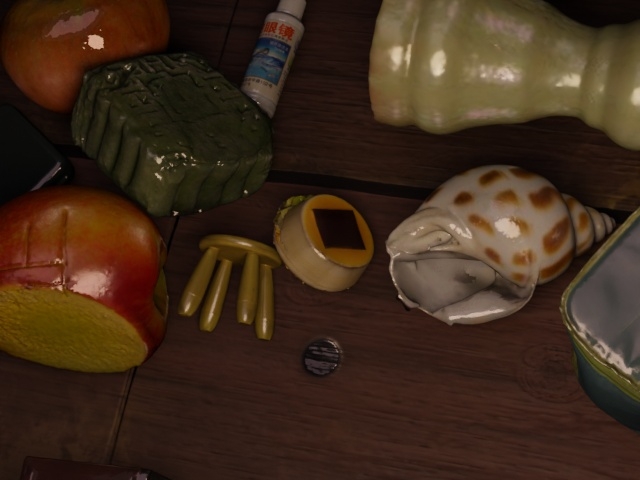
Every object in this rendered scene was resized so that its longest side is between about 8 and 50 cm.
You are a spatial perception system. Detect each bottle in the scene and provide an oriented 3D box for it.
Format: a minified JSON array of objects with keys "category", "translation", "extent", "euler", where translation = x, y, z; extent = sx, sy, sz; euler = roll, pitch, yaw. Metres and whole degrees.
[{"category":"bottle","translation":[-0.056,-0.273,1.971],"extent":[0.060,0.060,0.217],"euler":[14,73,19]}]

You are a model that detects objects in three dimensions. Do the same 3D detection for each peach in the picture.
[{"category":"peach","translation":[-0.329,0.047,1.819],"extent":[0.274,0.249,0.245],"euler":[1,32,-6]}]

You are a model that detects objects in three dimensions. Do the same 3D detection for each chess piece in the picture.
[{"category":"chess piece","translation":[0.298,-0.215,1.771],"extent":[0.442,0.234,0.234],"euler":[12,73,14]}]

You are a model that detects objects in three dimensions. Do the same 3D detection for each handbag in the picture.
[{"category":"handbag","translation":[0.399,0.083,1.610],"extent":[0.263,0.241,0.222],"euler":[-44,67,-5]}]

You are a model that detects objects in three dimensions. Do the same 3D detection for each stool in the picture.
[{"category":"stool","translation":[-0.112,0.060,1.829],"extent":[0.135,0.134,0.111],"euler":[18,72,-26]}]

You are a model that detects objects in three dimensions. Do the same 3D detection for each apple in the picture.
[{"category":"apple","translation":[-0.318,-0.273,1.967],"extent":[0.234,0.173,0.210],"euler":[-10,29,19]}]

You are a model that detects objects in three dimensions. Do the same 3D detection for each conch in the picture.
[{"category":"conch","translation":[0.221,-0.004,1.745],"extent":[0.274,0.183,0.149],"euler":[3,28,9]}]

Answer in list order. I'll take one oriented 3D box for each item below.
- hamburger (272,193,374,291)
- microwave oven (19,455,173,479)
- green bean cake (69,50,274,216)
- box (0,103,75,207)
[{"category":"hamburger","translation":[0.000,0.000,1.819],"extent":[0.081,0.126,0.141],"euler":[-40,76,41]},{"category":"microwave oven","translation":[-0.258,0.393,1.701],"extent":[0.188,0.178,0.248],"euler":[3,71,16]},{"category":"green bean cake","translation":[-0.185,-0.139,1.867],"extent":[0.227,0.222,0.125],"euler":[47,131,27]},{"category":"box","translation":[-0.467,-0.066,2.002],"extent":[0.230,0.050,0.160],"euler":[-46,67,-4]}]
